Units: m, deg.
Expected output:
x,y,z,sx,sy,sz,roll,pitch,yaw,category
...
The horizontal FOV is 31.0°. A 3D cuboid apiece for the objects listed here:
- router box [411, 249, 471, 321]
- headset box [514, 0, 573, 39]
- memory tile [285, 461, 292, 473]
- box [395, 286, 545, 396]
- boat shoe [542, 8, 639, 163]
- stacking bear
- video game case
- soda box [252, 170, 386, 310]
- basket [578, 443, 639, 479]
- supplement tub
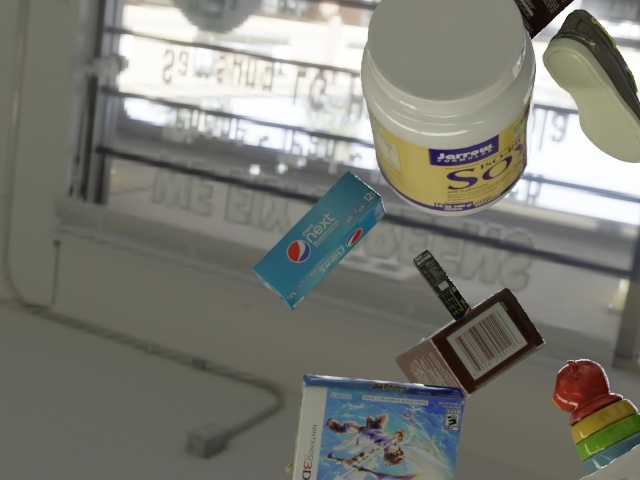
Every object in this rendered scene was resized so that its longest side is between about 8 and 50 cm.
x,y,z,sx,sy,sz,roll,pitch,yaw,category
0.220,0.082,2.088,0.092,0.038,0.122,54,-178,35,router box
0.322,-0.431,1.896,0.110,0.293,0.218,48,179,-27,headset box
0.013,0.386,2.115,0.113,0.148,0.012,19,-145,-49,memory tile
0.290,0.225,2.324,0.191,0.143,0.381,-33,176,-11,box
0.451,-0.236,1.819,0.109,0.091,0.305,4,149,42,boat shoe
0.561,0.372,2.284,0.164,0.289,0.175,-33,161,18,stacking bear
0.090,0.356,1.907,0.270,0.244,0.061,5,-166,-5,video game case
0.000,0.000,1.723,0.071,0.210,0.067,41,170,21,soda box
0.453,0.478,1.579,0.266,0.328,0.331,50,-161,-5,basket
0.183,-0.202,1.631,0.241,0.241,0.331,11,160,13,supplement tub
